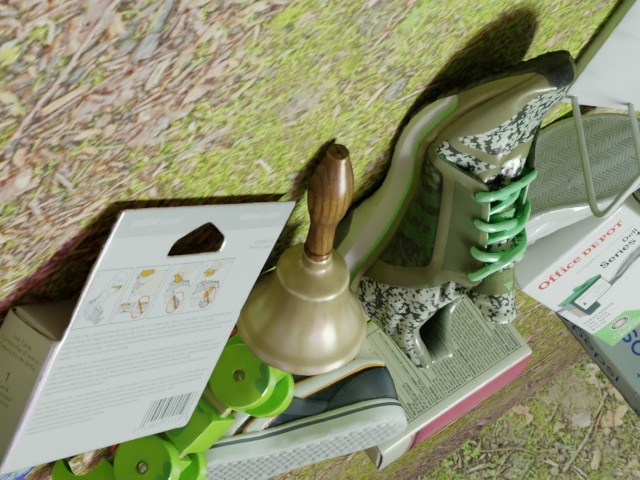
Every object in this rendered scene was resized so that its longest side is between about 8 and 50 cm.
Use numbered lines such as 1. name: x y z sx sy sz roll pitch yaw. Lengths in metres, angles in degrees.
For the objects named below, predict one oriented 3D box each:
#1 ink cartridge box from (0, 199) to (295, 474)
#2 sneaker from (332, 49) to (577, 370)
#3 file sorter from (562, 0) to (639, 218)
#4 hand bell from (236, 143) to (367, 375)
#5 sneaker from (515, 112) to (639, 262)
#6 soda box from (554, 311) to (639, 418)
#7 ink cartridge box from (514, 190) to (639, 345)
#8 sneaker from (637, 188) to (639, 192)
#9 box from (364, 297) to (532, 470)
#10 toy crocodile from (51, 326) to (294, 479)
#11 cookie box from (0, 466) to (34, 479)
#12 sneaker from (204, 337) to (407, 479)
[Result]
1. ink cartridge box: -0.154 0.061 1.397 0.275 0.060 0.238 -6 124 -62
2. sneaker: 0.149 -0.018 1.581 0.158 0.182 0.410 -25 161 -35
3. file sorter: 0.407 -0.118 1.648 0.278 0.173 0.193 5 150 -18
4. hand bell: 0.000 0.000 1.519 0.126 0.126 0.242 -28 151 -29
5. sneaker: 0.229 -0.038 1.881 0.293 0.108 0.169 -23 165 -13
6. soda box: 0.388 0.101 2.278 0.098 0.286 0.091 -35 164 -7
7. ink cartridge box: 0.327 0.015 2.002 0.160 0.092 0.219 -42 139 18
8. sneaker: 0.341 -0.059 2.060 0.275 0.107 0.110 -36 156 1
9. box: 0.127 0.158 2.139 0.232 0.148 0.127 -33 166 -10
10. toy crocodile: -0.126 0.171 1.741 0.340 0.105 0.115 -43 164 6
11. cookie box: -0.310 0.212 1.540 0.107 0.040 0.092 -45 163 29
12. sneaker: -0.075 0.195 1.882 0.321 0.127 0.126 -15 158 -6
